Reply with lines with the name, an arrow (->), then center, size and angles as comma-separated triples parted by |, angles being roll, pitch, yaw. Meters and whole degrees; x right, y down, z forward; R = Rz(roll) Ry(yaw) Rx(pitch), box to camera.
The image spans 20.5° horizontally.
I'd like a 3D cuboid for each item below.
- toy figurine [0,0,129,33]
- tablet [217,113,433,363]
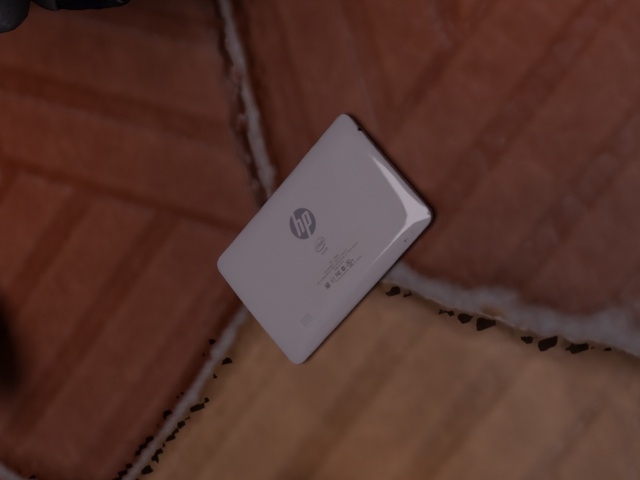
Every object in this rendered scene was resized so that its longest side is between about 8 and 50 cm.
toy figurine -> -0.147, -0.177, 0.616 | 0.148, 0.213, 0.209 | 3, 98, 41
tablet -> 0.000, 0.000, 0.654 | 0.083, 0.006, 0.054 | -49, 69, 24
